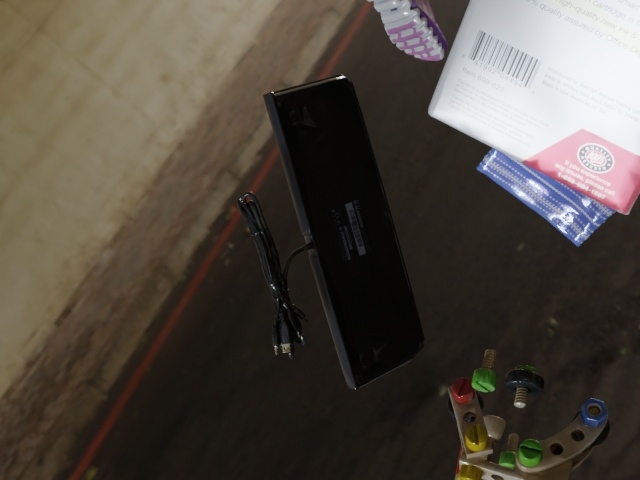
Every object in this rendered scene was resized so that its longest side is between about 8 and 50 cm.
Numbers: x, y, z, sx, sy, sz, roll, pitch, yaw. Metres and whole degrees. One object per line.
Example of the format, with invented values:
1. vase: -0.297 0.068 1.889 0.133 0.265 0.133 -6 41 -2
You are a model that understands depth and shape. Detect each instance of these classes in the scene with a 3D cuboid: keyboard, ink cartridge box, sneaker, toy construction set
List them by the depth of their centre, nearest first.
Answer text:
1. keyboard: 0.000 0.000 1.130 0.201 0.317 0.033 -21 7 -41
2. ink cartridge box: 0.331 -0.269 1.283 0.160 0.279 0.384 -45 -19 -49
3. sneaker: 0.131 -0.382 1.702 0.095 0.236 0.104 2 50 54
4. toy construction set: 0.285 0.359 1.702 0.309 0.257 0.237 124 165 -59

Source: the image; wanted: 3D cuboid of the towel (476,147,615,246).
1. towel: 0.445 -0.149 1.899 0.040 0.243 0.336 -52 -1 -42
